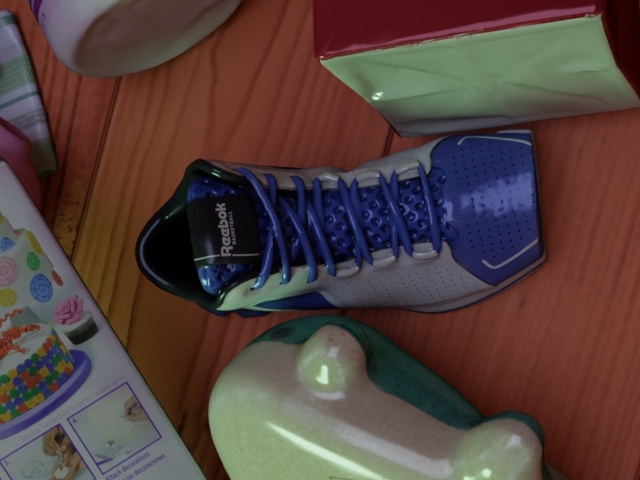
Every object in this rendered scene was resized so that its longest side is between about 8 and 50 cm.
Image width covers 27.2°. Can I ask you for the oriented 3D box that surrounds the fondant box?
[{"bbox_3d":[-0.250,0.136,0.982,0.238,0.096,0.330,-31,104,-8],"label":"fondant box"}]

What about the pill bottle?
[{"bbox_3d":[-0.193,-0.295,1.051,0.169,0.169,0.301,-33,77,17],"label":"pill bottle"}]

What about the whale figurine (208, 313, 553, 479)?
[{"bbox_3d":[0.054,0.134,0.927,0.272,0.141,0.216,1,123,38],"label":"whale figurine"}]

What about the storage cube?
[{"bbox_3d":[0.109,-0.194,0.904,0.215,0.184,0.193,-7,75,20],"label":"storage cube"}]

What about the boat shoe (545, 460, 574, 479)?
[{"bbox_3d":[0.205,0.253,0.910,0.267,0.096,0.088,36,104,20],"label":"boat shoe"}]

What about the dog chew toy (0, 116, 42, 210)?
[{"bbox_3d":[-0.353,0.038,1.088,0.207,0.206,0.332,41,95,18],"label":"dog chew toy"}]

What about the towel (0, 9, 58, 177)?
[{"bbox_3d":[-0.297,-0.114,1.161,0.113,0.023,0.152,-22,80,20],"label":"towel"}]

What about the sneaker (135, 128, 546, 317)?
[{"bbox_3d":[-0.001,0.000,0.954,0.316,0.182,0.127,-10,85,21],"label":"sneaker"}]
